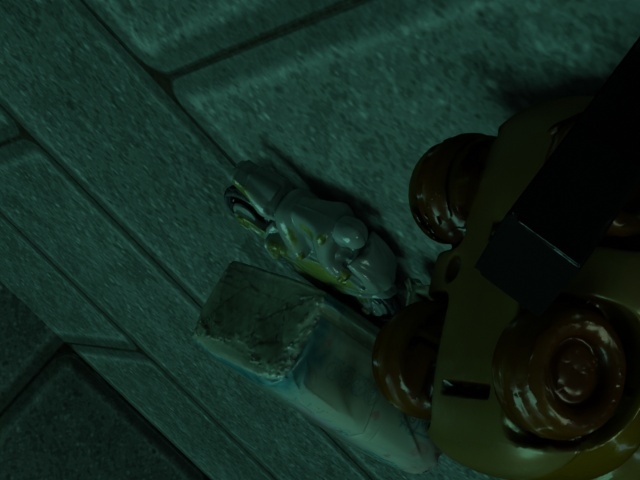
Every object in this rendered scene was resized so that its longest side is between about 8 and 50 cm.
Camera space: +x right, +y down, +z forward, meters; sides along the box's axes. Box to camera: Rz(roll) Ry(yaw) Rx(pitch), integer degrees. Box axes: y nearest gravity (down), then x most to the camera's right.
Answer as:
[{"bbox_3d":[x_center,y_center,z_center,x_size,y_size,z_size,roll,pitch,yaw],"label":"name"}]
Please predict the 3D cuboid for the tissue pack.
[{"bbox_3d":[0.009,0.144,1.396,0.271,0.124,0.201,37,172,-36],"label":"tissue pack"}]

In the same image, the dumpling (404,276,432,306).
[{"bbox_3d":[0.150,0.118,1.211,0.199,0.118,0.136,60,-174,29],"label":"dumpling"}]

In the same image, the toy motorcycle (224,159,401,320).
[{"bbox_3d":[0.000,0.000,1.266,0.229,0.074,0.151,38,158,0],"label":"toy motorcycle"}]

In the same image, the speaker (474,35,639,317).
[{"bbox_3d":[0.165,-0.065,0.657,0.044,0.218,0.082,35,160,9],"label":"speaker"}]

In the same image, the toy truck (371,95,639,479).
[{"bbox_3d":[0.172,0.052,0.844,0.212,0.288,0.204,22,167,-27],"label":"toy truck"}]

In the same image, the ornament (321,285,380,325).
[{"bbox_3d":[0.015,0.050,1.407,0.125,0.028,0.073,46,158,-21],"label":"ornament"}]
